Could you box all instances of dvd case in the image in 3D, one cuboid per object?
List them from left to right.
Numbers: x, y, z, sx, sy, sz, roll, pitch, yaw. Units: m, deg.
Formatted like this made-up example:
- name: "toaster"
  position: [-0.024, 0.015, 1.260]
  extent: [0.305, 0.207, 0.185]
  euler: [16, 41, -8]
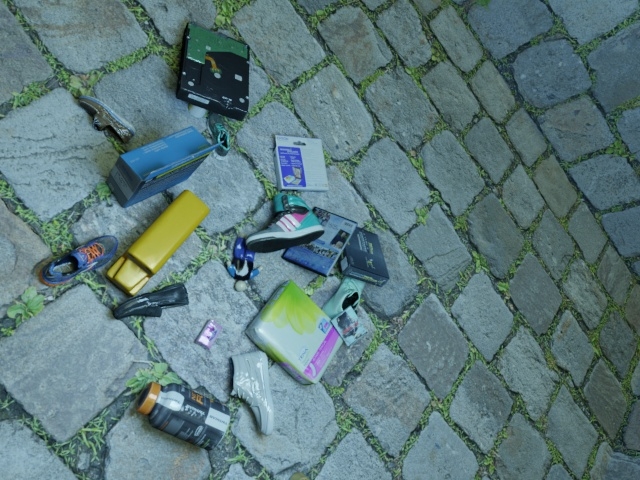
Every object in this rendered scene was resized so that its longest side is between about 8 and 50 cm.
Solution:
- name: "dvd case"
  position: [0.000, 0.000, 1.805]
  extent: [0.180, 0.022, 0.253]
  euler: [22, 59, 18]
- name: "dvd case"
  position: [0.098, 0.294, 1.718]
  extent: [0.087, 0.013, 0.119]
  euler: [-35, 108, -12]

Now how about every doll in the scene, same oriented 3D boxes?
- name: "doll"
  position: [-0.250, 0.077, 1.674]
  extent: [0.129, 0.046, 0.189]
  euler: [16, 68, -27]

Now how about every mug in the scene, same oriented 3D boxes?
- name: "mug"
  position: [-0.415, -0.460, 1.705]
  extent: [0.078, 0.064, 0.062]
  euler: [23, 67, -25]

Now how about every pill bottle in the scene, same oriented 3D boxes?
- name: "pill bottle"
  position: [-0.390, 0.487, 1.424]
  extent: [0.245, 0.130, 0.130]
  euler: [33, 62, -21]

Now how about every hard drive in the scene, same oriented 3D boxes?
- name: "hard drive"
  position: [-0.361, -0.581, 1.727]
  extent: [0.236, 0.064, 0.339]
  euler: [14, 56, -29]

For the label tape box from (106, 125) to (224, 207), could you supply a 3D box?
- name: "label tape box"
  position: [-0.455, -0.227, 1.452]
  extent: [0.240, 0.333, 0.106]
  euler: [-34, 96, -34]

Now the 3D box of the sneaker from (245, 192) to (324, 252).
- name: "sneaker"
  position: [-0.141, -0.070, 1.721]
  extent: [0.295, 0.124, 0.178]
  euler: [-11, 67, -35]

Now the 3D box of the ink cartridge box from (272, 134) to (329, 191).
- name: "ink cartridge box"
  position: [-0.075, -0.284, 1.883]
  extent: [0.206, 0.045, 0.208]
  euler: [-2, 79, -32]

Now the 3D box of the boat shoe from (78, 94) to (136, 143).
- name: "boat shoe"
  position: [-0.654, -0.365, 1.527]
  extent: [0.183, 0.066, 0.066]
  euler: [33, 63, -21]

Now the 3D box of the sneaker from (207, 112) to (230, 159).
- name: "sneaker"
  position: [-0.338, -0.363, 1.719]
  extent: [0.065, 0.076, 0.167]
  euler: [-10, 83, -35]

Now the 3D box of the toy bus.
- name: "toy bus"
  position: [-0.479, 0.006, 1.497]
  extent: [0.108, 0.130, 0.333]
  euler: [44, 58, -15]

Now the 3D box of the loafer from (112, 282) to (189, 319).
- name: "loafer"
  position: [-0.489, 0.190, 1.474]
  extent: [0.223, 0.076, 0.078]
  euler: [-18, 80, -38]

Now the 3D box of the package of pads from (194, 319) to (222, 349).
- name: "package of pads"
  position: [-0.346, 0.292, 1.563]
  extent: [0.050, 0.032, 0.083]
  euler: [40, 60, -19]

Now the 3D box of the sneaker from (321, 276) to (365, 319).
- name: "sneaker"
  position: [0.124, 0.186, 1.816]
  extent: [0.094, 0.151, 0.256]
  euler: [48, 57, -12]

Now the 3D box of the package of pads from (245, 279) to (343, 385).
- name: "package of pads"
  position: [-0.079, 0.315, 1.685]
  extent: [0.296, 0.101, 0.229]
  euler: [46, 57, -14]

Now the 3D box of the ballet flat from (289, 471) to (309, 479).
- name: "ballet flat"
  position: [-0.096, 0.833, 1.549]
  extent: [0.080, 0.073, 0.232]
  euler: [32, 63, -21]

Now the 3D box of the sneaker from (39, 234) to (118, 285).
- name: "sneaker"
  position: [-0.658, 0.053, 1.398]
  extent: [0.221, 0.087, 0.083]
  euler: [-39, 99, -33]

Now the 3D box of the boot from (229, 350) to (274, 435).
- name: "boot"
  position: [-0.222, 0.478, 1.567]
  extent: [0.123, 0.095, 0.258]
  euler: [-1, 69, -26]

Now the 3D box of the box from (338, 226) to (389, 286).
- name: "box"
  position: [0.149, 0.048, 1.869]
  extent: [0.183, 0.059, 0.233]
  euler: [20, 40, -27]
